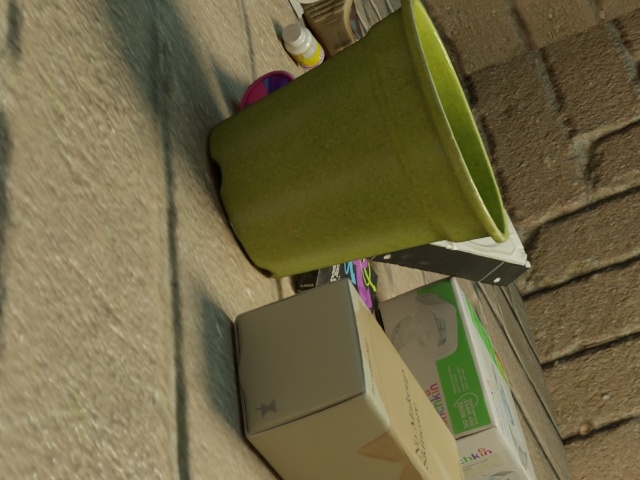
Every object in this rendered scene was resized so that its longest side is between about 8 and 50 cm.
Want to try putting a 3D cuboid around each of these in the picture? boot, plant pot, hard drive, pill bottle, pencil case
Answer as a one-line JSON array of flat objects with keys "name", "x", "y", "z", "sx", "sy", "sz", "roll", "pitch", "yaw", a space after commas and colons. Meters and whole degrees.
[{"name": "boot", "x": 0.033, "y": -0.323, "z": 2.307, "sx": 0.207, "sy": 0.090, "sz": 0.248, "roll": 71, "pitch": 3, "yaw": -65}, {"name": "plant pot", "x": 0.032, "y": -0.085, "z": 1.456, "sx": 0.276, "sy": 0.253, "sz": 0.276, "roll": -21, "pitch": 90, "yaw": -77}, {"name": "hard drive", "x": 0.131, "y": -0.065, "z": 1.912, "sx": 0.339, "sy": 0.064, "sz": 0.237, "roll": 12, "pitch": 46, "yaw": -43}, {"name": "pill bottle", "x": -0.027, "y": -0.285, "z": 2.013, "sx": 0.083, "sy": 0.043, "sz": 0.043, "roll": 43, "pitch": 29, "yaw": -63}, {"name": "pencil case", "x": -0.020, "y": -0.140, "z": 1.684, "sx": 0.236, "sy": 0.104, "sz": 0.104, "roll": 11, "pitch": 59, "yaw": -74}]

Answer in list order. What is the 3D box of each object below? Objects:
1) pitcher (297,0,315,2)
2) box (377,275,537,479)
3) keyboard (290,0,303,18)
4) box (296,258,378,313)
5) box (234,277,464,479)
[{"name": "pitcher", "x": -0.044, "y": -0.488, "z": 2.073, "sx": 0.177, "sy": 0.125, "sz": 0.207, "roll": 35, "pitch": 50, "yaw": -41}, {"name": "box", "x": 0.190, "y": 0.225, "z": 1.920, "sx": 0.231, "sy": 0.126, "sz": 0.262, "roll": 58, "pitch": 16, "yaw": -46}, {"name": "keyboard", "x": -0.085, "y": -0.460, "z": 2.135, "sx": 0.072, "sy": 0.014, "sz": 0.256, "roll": -104, "pitch": 167, "yaw": -50}, {"name": "box", "x": 0.022, "y": 0.051, "z": 1.637, "sx": 0.162, "sy": 0.029, "sz": 0.116, "roll": 52, "pitch": 40, "yaw": -49}, {"name": "box", "x": 0.038, "y": 0.191, "z": 1.339, "sx": 0.311, "sy": 0.121, "sz": 0.148, "roll": 56, "pitch": 19, "yaw": -46}]
